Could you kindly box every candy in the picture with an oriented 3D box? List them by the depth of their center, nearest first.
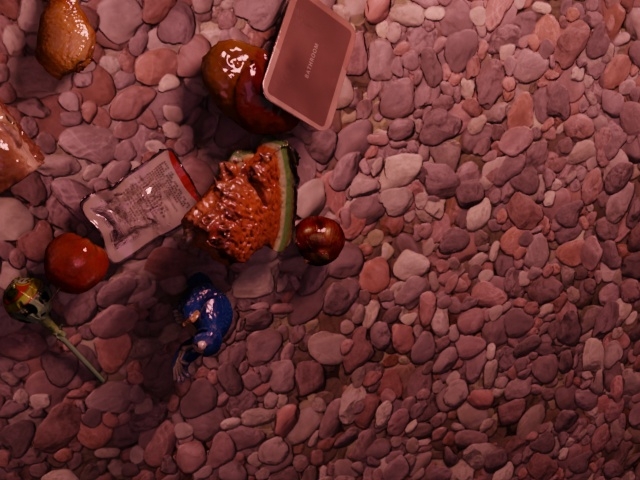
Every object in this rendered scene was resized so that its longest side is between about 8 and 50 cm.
[{"bbox_3d":[-0.527,0.192,1.471,0.091,0.083,0.305,-20,124,17],"label":"candy"}]

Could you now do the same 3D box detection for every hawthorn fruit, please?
[{"bbox_3d":[-0.477,0.051,1.407,0.125,0.140,0.125,-2,149,-1],"label":"hawthorn fruit"}]

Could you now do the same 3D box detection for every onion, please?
[{"bbox_3d":[0.000,0.000,1.591,0.118,0.118,0.117,-39,144,-6],"label":"onion"}]

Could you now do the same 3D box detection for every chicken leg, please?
[{"bbox_3d":[-0.462,-0.417,1.299,0.107,0.087,0.252,-1,101,-13],"label":"chicken leg"}]

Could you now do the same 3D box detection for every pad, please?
[{"bbox_3d":[-0.018,-0.366,1.460,0.176,0.002,0.266,27,68,-31],"label":"pad"}]

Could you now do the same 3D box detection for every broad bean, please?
[{"bbox_3d":[-0.133,-0.303,1.440,0.156,0.122,0.228,-49,120,0],"label":"broad bean"}]

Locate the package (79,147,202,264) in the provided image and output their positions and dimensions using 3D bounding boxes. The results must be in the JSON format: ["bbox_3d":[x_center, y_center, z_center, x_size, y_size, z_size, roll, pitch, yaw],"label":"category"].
[{"bbox_3d":[-0.364,-0.069,1.471,0.232,0.040,0.166,-36,119,-17],"label":"package"}]

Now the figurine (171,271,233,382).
[{"bbox_3d":[-0.234,0.168,1.476,0.120,0.262,0.164,13,116,-17],"label":"figurine"}]

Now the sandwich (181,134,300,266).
[{"bbox_3d":[-0.179,-0.064,1.470,0.301,0.162,0.250,-36,132,-47],"label":"sandwich"}]

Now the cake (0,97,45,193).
[{"bbox_3d":[-0.631,-0.160,1.199,0.282,0.290,0.256,-38,117,-10],"label":"cake"}]
